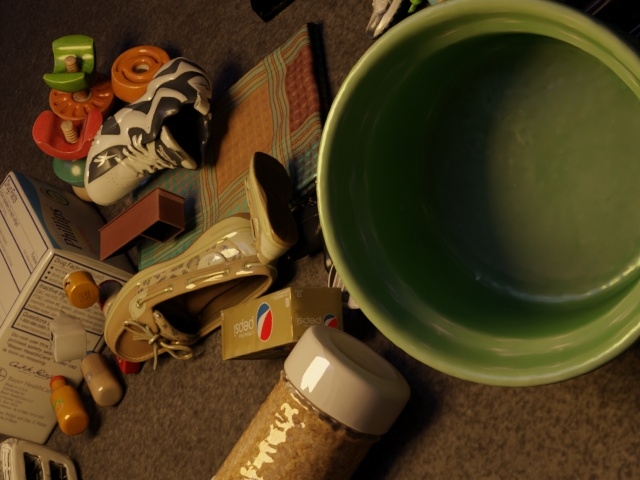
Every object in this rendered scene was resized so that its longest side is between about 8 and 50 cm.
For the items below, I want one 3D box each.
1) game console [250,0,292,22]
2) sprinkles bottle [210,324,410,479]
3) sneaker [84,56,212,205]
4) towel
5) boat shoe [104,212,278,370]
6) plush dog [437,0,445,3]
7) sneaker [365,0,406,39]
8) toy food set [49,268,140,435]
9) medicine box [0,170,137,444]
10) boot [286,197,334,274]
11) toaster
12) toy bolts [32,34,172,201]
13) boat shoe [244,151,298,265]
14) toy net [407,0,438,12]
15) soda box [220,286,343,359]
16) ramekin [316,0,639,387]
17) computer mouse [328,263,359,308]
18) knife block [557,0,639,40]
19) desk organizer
[{"bbox_3d":[0.021,-0.456,1.624,0.361,0.044,0.213,-32,47,40],"label":"game console"},{"bbox_3d":[-0.053,0.258,1.228,0.355,0.121,0.121,-57,36,12],"label":"sprinkles bottle"},{"bbox_3d":[-0.221,-0.117,1.620,0.235,0.094,0.153,-43,31,9],"label":"sneaker"},{"bbox_3d":[-0.123,-0.085,1.593,0.370,0.040,0.271,-37,45,33],"label":"towel"},{"bbox_3d":[-0.161,0.075,1.489,0.285,0.104,0.089,-40,40,30],"label":"boat shoe"},{"bbox_3d":[0.240,-0.317,1.184,0.225,0.210,0.262,52,141,36],"label":"plush dog"},{"bbox_3d":[0.078,-0.298,1.426,0.135,0.058,0.052,-65,-5,8],"label":"sneaker"},{"bbox_3d":[-0.303,0.127,1.620,0.104,0.111,0.232,-133,41,-53],"label":"toy food set"},{"bbox_3d":[-0.421,0.092,1.773,0.289,0.149,0.263,-57,36,11],"label":"medicine box"},{"bbox_3d":[0.000,0.000,1.379,0.099,0.045,0.121,-22,46,41],"label":"boot"},{"bbox_3d":[-0.391,0.364,1.593,0.146,0.129,0.227,-45,39,23],"label":"toaster"},{"bbox_3d":[-0.317,-0.171,1.856,0.218,0.158,0.228,2,53,10],"label":"toy bolts"},{"bbox_3d":[-0.062,-0.040,1.417,0.048,0.056,0.153,-48,40,32],"label":"boat shoe"},{"bbox_3d":[0.172,-0.354,1.377,0.232,0.045,0.122,-62,6,-1],"label":"toy net"},{"bbox_3d":[-0.045,0.091,1.326,0.181,0.061,0.058,-23,68,60],"label":"soda box"},{"bbox_3d":[0.163,-0.047,1.000,0.303,0.148,0.303,6,103,25],"label":"ramekin"},{"bbox_3d":[0.086,0.043,1.250,0.193,0.042,0.106,8,81,48],"label":"computer mouse"},{"bbox_3d":[0.209,-0.121,1.142,0.088,0.242,0.276,-75,-13,-58],"label":"knife block"},{"bbox_3d":[-0.233,-0.014,1.617,0.130,0.047,0.050,-32,50,36],"label":"desk organizer"}]
